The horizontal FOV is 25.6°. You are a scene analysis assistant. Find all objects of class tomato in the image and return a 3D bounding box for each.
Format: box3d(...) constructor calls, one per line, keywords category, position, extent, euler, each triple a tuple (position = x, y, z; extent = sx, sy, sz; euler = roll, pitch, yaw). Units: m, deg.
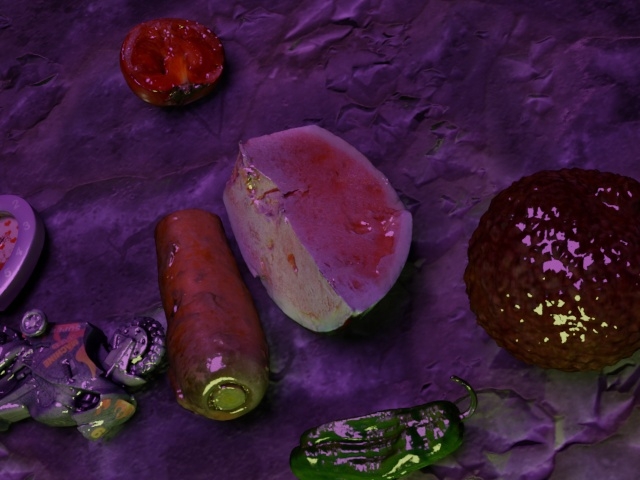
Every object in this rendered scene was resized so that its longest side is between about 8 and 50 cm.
box3d(category="tomato", position=(-0.222, -0.254, 2.096), extent=(0.159, 0.091, 0.139), euler=(-16, 66, -20))

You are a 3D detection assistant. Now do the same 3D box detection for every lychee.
box3d(category="lychee", position=(0.305, 0.033, 1.669), extent=(0.261, 0.260, 0.260), euler=(-9, 61, 16))

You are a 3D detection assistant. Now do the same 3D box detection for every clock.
box3d(category="clock", position=(-0.485, 0.036, 2.055), extent=(0.198, 0.064, 0.172), euler=(-31, 58, 3))

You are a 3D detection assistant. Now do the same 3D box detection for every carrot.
box3d(category="carrot", position=(-0.144, 0.098, 1.861), extent=(0.139, 0.138, 0.302), euler=(-20, 52, 10))

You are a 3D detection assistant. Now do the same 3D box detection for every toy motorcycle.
box3d(category="toy motorcycle", position=(-0.352, 0.188, 1.906), extent=(0.307, 0.108, 0.173), euler=(-6, 68, 20))

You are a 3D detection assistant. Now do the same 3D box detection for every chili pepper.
box3d(category="chili pepper", position=(0.076, 0.247, 1.733), extent=(0.257, 0.074, 0.100), euler=(-14, 60, 14))

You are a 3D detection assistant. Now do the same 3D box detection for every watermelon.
box3d(category="watermelon", position=(0.000, 0.000, 1.828), extent=(0.224, 0.180, 0.305), euler=(-43, 58, 13))
